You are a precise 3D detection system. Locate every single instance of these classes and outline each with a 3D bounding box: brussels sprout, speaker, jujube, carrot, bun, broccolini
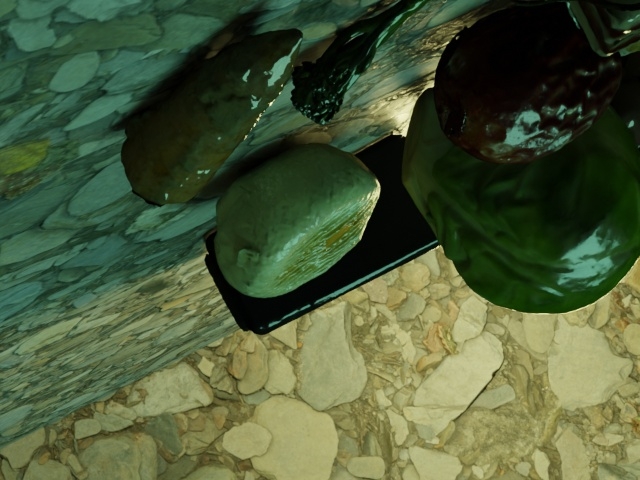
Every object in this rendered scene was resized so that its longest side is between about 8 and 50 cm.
[{"bbox_3d":[0.274,-0.079,1.931,0.289,0.355,0.281,-63,180,38],"label":"brussels sprout"},{"bbox_3d":[0.000,0.000,2.205,0.388,0.180,0.184,-27,179,6],"label":"speaker"},{"bbox_3d":[0.250,-0.192,1.726,0.243,0.183,0.183,-24,171,-26],"label":"jujube"},{"bbox_3d":[-0.092,-0.126,1.348,0.102,0.102,0.263,-20,168,-42],"label":"carrot"},{"bbox_3d":[-0.043,-0.035,1.895,0.244,0.153,0.244,-35,157,-18],"label":"bun"},{"bbox_3d":[0.038,-0.205,1.484,0.202,0.068,0.091,-48,177,24],"label":"broccolini"}]

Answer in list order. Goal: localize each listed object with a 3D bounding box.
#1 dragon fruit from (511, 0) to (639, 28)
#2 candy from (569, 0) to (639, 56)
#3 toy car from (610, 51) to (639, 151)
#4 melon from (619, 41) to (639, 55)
[{"bbox_3d":[0.224,-0.265,0.991,0.234,0.233,0.293,-23,153,-27],"label":"dragon fruit"},{"bbox_3d":[0.356,-0.316,1.302,0.321,0.179,0.135,-27,171,-4],"label":"candy"},{"bbox_3d":[0.425,-0.210,2.169,0.271,0.240,0.340,-34,-162,41],"label":"toy car"},{"bbox_3d":[0.433,-0.304,1.974,0.202,0.093,0.139,-28,-179,41],"label":"melon"}]
